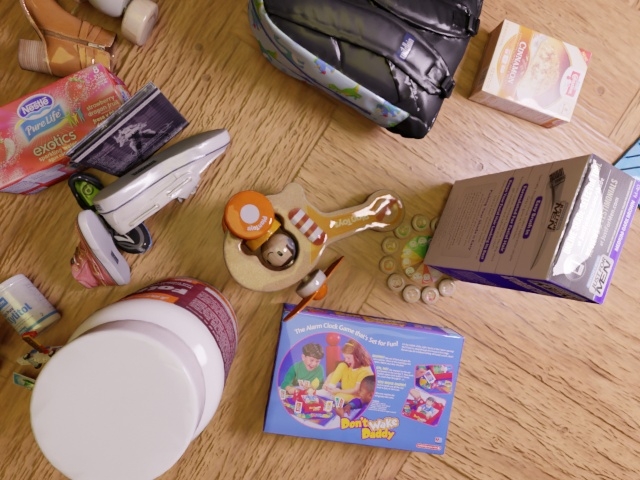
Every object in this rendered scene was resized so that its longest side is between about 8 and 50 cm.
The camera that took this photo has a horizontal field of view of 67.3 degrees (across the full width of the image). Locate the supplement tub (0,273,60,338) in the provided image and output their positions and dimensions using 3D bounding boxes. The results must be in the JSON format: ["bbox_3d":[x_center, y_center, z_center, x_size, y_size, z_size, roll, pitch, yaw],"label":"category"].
[{"bbox_3d":[-0.536,0.122,0.873,0.071,0.071,0.107,-40,96,-2],"label":"supplement tub"}]

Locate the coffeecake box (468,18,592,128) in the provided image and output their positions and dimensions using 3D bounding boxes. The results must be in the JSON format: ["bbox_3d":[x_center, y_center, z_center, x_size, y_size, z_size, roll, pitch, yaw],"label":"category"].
[{"bbox_3d":[0.407,-0.320,0.937,0.186,0.068,0.142,18,90,-6],"label":"coffeecake box"}]

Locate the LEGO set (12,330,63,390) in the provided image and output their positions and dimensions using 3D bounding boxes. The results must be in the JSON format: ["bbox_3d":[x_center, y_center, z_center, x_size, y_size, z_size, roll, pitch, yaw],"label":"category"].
[{"bbox_3d":[-0.525,0.206,0.862,0.245,0.060,0.182,25,133,-10],"label":"LEGO set"}]

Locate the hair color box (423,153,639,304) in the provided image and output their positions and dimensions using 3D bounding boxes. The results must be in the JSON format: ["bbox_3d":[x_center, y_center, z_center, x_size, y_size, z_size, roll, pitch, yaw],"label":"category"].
[{"bbox_3d":[0.321,-0.016,0.795,0.110,0.339,0.185,24,85,-13],"label":"hair color box"}]

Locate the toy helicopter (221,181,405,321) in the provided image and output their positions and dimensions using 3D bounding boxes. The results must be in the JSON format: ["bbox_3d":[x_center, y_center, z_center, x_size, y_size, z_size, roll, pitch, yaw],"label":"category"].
[{"bbox_3d":[0.000,0.000,0.888,0.356,0.140,0.234,-18,89,-15],"label":"toy helicopter"}]

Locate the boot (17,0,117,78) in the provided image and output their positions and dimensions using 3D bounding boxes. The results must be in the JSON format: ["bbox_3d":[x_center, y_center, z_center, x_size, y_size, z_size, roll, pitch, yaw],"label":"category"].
[{"bbox_3d":[-0.449,-0.387,0.866,0.153,0.073,0.196,2,91,-13],"label":"boot"}]

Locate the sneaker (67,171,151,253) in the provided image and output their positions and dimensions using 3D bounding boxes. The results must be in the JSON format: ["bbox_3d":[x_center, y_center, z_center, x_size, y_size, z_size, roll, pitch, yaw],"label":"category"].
[{"bbox_3d":[-0.389,-0.046,0.874,0.067,0.078,0.188,-41,97,-3],"label":"sneaker"}]

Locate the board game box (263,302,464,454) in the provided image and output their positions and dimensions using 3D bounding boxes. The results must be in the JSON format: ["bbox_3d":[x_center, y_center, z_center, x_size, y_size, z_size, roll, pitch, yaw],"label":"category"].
[{"bbox_3d":[0.081,0.265,0.928,0.348,0.078,0.233,10,92,-5],"label":"board game box"}]

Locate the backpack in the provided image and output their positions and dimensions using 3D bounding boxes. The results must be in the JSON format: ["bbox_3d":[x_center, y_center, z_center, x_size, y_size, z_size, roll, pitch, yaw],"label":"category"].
[{"bbox_3d":[0.050,-0.373,0.831,0.356,0.273,0.289,19,93,-27],"label":"backpack"}]

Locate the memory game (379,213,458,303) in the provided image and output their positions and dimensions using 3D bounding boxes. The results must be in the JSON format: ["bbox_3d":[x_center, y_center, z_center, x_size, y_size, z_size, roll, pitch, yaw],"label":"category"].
[{"bbox_3d":[0.209,0.038,0.963,0.187,0.012,0.186,0,92,-5],"label":"memory game"}]

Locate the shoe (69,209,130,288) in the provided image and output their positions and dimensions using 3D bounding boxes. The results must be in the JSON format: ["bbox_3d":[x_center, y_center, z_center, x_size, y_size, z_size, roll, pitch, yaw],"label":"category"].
[{"bbox_3d":[-0.408,0.023,0.846,0.081,0.063,0.177,-10,138,-2],"label":"shoe"}]

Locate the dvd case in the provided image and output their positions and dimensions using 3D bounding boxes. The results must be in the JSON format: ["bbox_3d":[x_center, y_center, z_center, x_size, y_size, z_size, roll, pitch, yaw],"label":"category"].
[{"bbox_3d":[-0.310,-0.174,0.804,0.165,0.221,0.018,-41,92,-2],"label":"dvd case"}]

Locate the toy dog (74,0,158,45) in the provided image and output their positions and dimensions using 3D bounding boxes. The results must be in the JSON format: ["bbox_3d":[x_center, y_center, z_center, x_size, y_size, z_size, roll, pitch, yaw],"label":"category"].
[{"bbox_3d":[-0.316,-0.515,0.811,0.220,0.161,0.333,6,94,-19],"label":"toy dog"}]

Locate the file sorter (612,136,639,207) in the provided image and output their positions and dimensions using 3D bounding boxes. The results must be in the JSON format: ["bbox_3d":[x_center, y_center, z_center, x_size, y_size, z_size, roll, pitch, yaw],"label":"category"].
[{"bbox_3d":[0.697,-0.159,0.952,0.170,0.104,0.118,-45,96,-2],"label":"file sorter"}]

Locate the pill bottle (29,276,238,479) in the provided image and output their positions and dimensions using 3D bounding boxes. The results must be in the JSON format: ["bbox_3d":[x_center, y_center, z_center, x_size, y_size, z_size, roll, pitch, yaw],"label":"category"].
[{"bbox_3d":[-0.252,0.186,0.738,0.224,0.392,0.223,0,92,-5],"label":"pill bottle"}]

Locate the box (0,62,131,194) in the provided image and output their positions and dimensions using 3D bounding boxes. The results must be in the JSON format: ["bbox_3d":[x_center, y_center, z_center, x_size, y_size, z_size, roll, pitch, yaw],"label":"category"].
[{"bbox_3d":[-0.449,-0.188,0.838,0.257,0.128,0.122,-26,95,-3],"label":"box"}]

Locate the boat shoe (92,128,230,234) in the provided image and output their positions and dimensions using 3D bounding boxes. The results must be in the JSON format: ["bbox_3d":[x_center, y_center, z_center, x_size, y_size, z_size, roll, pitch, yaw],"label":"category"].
[{"bbox_3d":[-0.266,-0.108,0.864,0.267,0.096,0.088,-41,124,-26],"label":"boat shoe"}]
